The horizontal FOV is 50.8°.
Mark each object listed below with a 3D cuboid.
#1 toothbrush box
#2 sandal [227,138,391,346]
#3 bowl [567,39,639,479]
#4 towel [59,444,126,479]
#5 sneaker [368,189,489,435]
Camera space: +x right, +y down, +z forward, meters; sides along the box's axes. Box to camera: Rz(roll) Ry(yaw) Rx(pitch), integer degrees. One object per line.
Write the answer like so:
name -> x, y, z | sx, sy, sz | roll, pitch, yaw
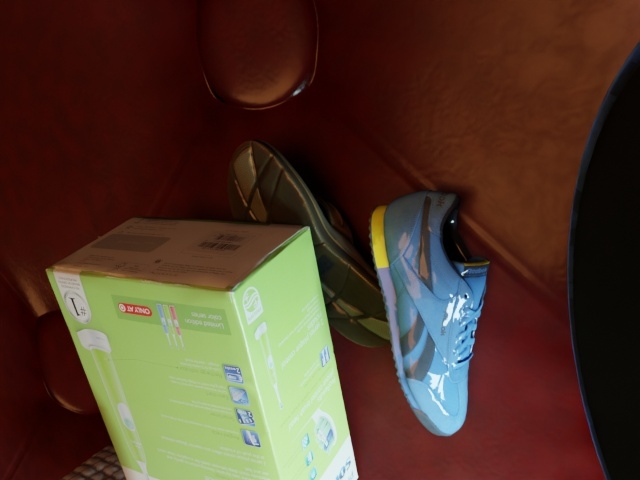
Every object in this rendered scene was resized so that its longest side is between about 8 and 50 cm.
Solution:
toothbrush box -> -0.099, 0.130, 0.625 | 0.206, 0.122, 0.283 | 3, 116, 31
sandal -> 0.000, 0.000, 0.611 | 0.219, 0.060, 0.090 | 45, 128, -2
bowl -> 0.230, 0.054, 0.305 | 0.077, 0.391, 0.391 | -6, 101, -6
towel -> -0.204, 0.352, 0.709 | 0.284, 0.235, 0.121 | 11, 110, 30
sneaker -> 0.102, 0.062, 0.554 | 0.082, 0.069, 0.209 | -10, 96, 29
